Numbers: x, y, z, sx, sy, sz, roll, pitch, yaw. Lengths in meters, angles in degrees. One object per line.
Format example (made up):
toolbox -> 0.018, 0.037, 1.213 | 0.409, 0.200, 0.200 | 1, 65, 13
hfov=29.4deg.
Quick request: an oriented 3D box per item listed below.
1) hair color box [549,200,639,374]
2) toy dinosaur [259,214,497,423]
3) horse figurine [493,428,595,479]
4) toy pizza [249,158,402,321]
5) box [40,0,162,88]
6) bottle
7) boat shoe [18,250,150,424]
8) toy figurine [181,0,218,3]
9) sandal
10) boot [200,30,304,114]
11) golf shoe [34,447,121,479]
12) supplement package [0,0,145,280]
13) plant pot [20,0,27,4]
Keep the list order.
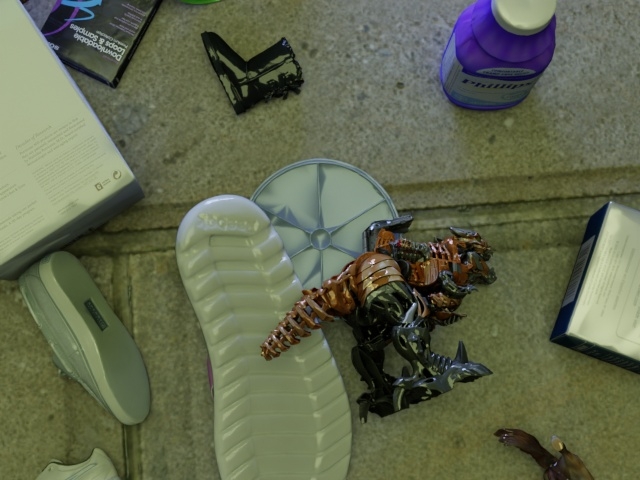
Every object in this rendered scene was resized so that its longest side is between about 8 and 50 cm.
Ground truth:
hair color box -> 0.469, 0.098, 1.453 | 0.347, 0.105, 0.174 | 20, 81, 3
toy dinosaur -> 0.076, 0.087, 1.418 | 0.321, 0.164, 0.219 | -20, 81, -11
horse figurine -> 0.306, 0.315, 1.401 | 0.066, 0.174, 0.263 | -37, 69, 2
toy pizza -> 0.000, 0.000, 1.499 | 0.201, 0.032, 0.201 | 0, 83, 0
box -> -0.275, -0.288, 1.546 | 0.116, 0.029, 0.162 | 26, 83, 4
bottle -> 0.212, -0.229, 1.415 | 0.118, 0.283, 0.092 | 0, 80, -2
boat shoe -> -0.283, 0.123, 1.453 | 0.081, 0.079, 0.228 | -24, 99, 30
toy figurine -> -0.175, -0.396, 1.523 | 0.173, 0.130, 0.159 | -10, 66, -28
sandal -> -0.067, 0.149, 1.441 | 0.169, 0.102, 0.417 | -12, 94, -17
boot -> -0.083, -0.224, 1.530 | 0.099, 0.045, 0.121 | -27, 89, -3
golf shoe -> -0.320, 0.304, 1.436 | 0.176, 0.069, 0.086 | -19, 61, -7
supplement package -> -0.361, -0.117, 1.416 | 0.199, 0.198, 0.263 | -33, 89, -6
plant pot -> -0.456, -0.351, 1.445 | 0.290, 0.291, 0.204 | -32, 100, -6
